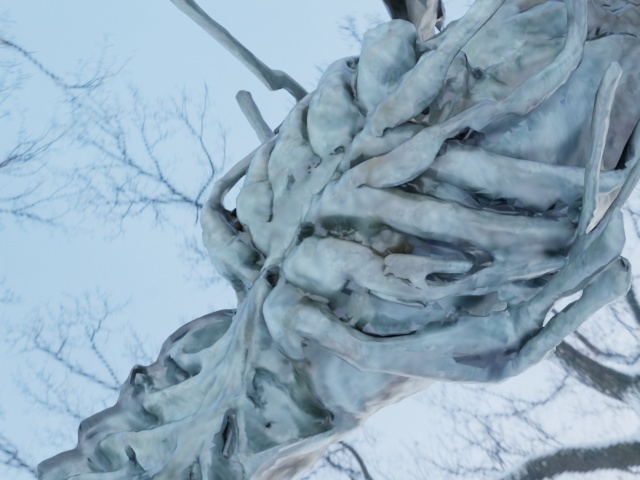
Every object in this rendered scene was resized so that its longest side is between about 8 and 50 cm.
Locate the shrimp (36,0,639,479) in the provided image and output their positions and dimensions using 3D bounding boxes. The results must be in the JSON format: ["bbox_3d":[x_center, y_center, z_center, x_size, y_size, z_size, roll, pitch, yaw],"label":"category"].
[{"bbox_3d":[0.004,0.000,0.397,0.410,0.221,0.166,-50,-48,4],"label":"shrimp"}]
